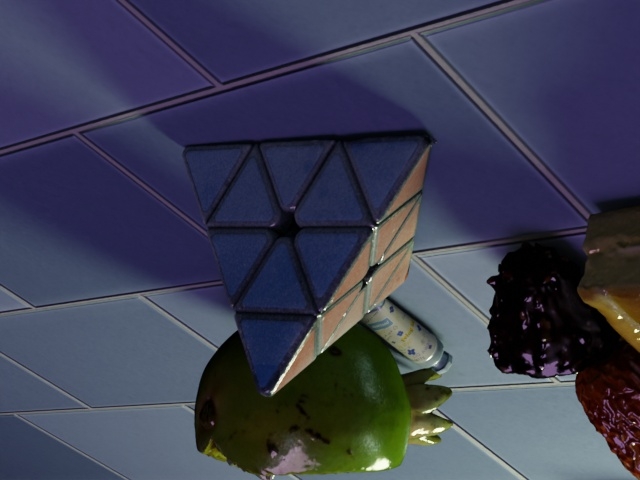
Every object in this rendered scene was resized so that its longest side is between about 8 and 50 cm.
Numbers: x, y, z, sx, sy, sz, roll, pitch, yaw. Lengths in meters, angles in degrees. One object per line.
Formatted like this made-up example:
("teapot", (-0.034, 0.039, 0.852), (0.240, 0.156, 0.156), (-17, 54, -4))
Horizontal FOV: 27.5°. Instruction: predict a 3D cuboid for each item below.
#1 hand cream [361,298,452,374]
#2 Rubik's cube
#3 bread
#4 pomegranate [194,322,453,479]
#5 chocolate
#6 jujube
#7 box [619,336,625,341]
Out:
("hand cream", (0.104, 0.115, 1.673), (0.171, 0.043, 0.065), (39, 141, -27))
("Rubik's cube", (0.002, 0.000, 1.411), (0.233, 0.228, 0.228), (-15, -162, -10))
("bread", (0.419, 0.060, 1.297), (0.239, 0.111, 0.246), (-7, 146, 41))
("pomegranate", (0.006, 0.193, 1.718), (0.359, 0.216, 0.310), (-4, 174, -28))
("chocolate", (0.244, 0.060, 1.425), (0.156, 0.156, 0.133), (-1, 120, 32))
("jujube", (0.355, 0.190, 1.443), (0.109, 0.112, 0.176), (-27, 108, 29))
("box", (0.483, 0.178, 1.520), (0.274, 0.076, 0.174), (-7, 142, 40))
